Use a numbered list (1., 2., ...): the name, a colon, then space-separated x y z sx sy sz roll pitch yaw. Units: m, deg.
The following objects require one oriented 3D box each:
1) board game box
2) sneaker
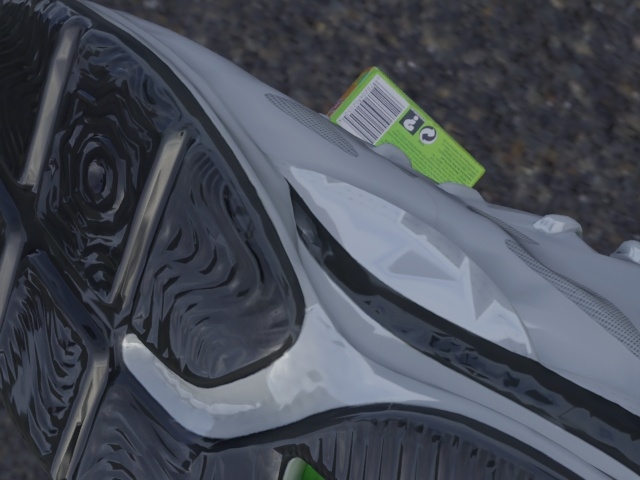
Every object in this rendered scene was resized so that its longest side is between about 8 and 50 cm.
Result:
1. board game box: 0.000 0.000 1.376 0.124 0.039 0.259 42 82 -11
2. sneaker: 0.052 0.043 0.683 0.447 0.257 0.169 41 123 34
